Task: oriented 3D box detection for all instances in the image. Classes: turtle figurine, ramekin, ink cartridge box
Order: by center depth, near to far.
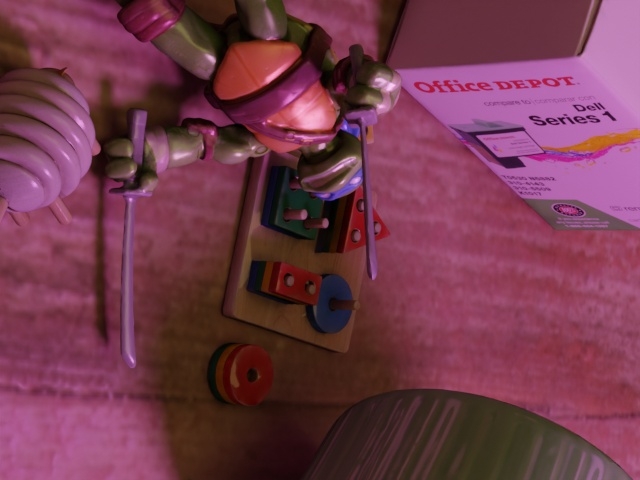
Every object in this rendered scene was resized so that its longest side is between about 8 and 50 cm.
[{"bbox_3d":[-0.059,-0.100,1.171,0.275,0.198,0.266,-49,117,-33],"label":"turtle figurine"},{"bbox_3d":[0.106,0.245,1.289,0.303,0.303,0.148,55,47,-32],"label":"ramekin"},{"bbox_3d":[0.217,-0.121,1.458,0.278,0.201,0.117,38,64,-40],"label":"ink cartridge box"}]

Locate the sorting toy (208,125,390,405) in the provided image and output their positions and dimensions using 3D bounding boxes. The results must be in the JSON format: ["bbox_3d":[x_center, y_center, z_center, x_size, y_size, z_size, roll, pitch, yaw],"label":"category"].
[{"bbox_3d":[0.000,0.000,1.345,0.132,0.046,0.275,22,75,-45],"label":"sorting toy"}]

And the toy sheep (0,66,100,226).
[{"bbox_3d":[-0.185,-0.058,1.120,0.091,0.091,0.132,47,40,-36],"label":"toy sheep"}]
